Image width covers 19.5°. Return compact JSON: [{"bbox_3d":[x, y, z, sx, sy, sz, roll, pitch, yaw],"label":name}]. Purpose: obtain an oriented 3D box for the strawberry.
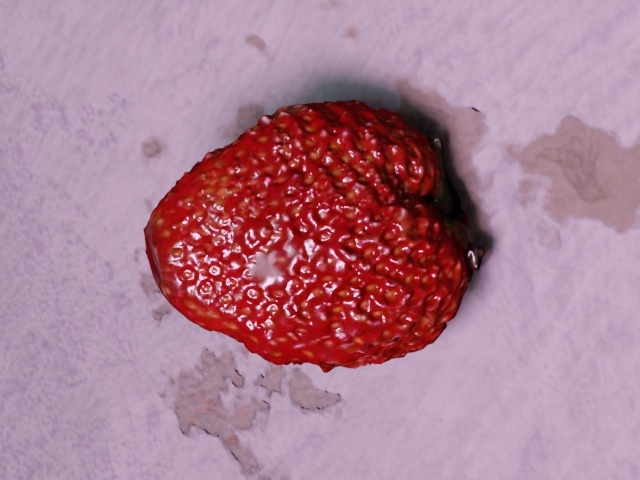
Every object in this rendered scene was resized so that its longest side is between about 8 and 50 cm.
[{"bbox_3d":[-0.003,0.003,1.767,0.261,0.257,0.261,6,101,34],"label":"strawberry"}]
